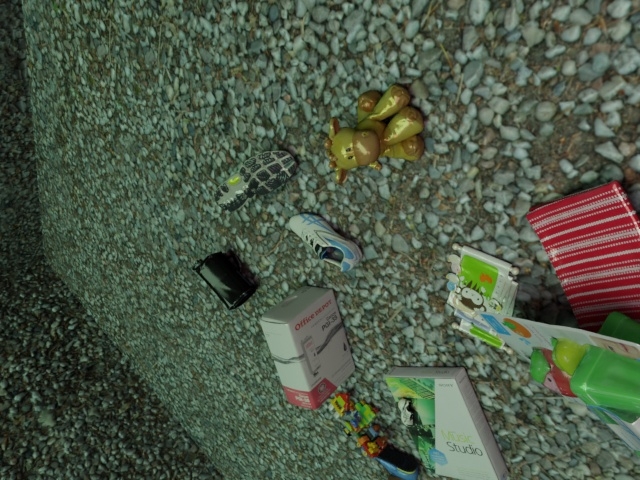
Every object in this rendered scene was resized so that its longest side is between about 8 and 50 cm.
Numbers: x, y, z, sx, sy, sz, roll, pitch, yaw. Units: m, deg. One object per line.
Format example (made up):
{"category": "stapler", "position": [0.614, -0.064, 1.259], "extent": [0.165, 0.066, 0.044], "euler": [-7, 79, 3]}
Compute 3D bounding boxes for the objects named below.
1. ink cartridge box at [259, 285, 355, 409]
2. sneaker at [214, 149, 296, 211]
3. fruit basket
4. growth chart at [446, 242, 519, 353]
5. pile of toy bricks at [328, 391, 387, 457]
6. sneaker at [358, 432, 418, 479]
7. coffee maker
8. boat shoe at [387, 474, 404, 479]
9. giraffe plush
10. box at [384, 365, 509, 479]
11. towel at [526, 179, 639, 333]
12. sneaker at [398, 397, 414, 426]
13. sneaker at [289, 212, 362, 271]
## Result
{"category": "ink cartridge box", "position": [-0.031, 0.302, 1.424], "extent": [0.117, 0.207, 0.283], "euler": [0, 114, 42]}
{"category": "sneaker", "position": [-0.181, -0.181, 1.358], "extent": [0.275, 0.110, 0.107], "euler": [-23, 115, 31]}
{"category": "fruit basket", "position": [0.478, 0.251, 0.864], "extent": [0.327, 0.165, 0.353], "euler": [42, 160, -16]}
{"category": "growth chart", "position": [0.355, 0.126, 1.097], "extent": [0.172, 0.021, 0.237], "euler": [17, 124, 37]}
{"category": "pile of toy bricks", "position": [0.134, 0.544, 1.511], "extent": [0.212, 0.118, 0.105], "euler": [46, 110, 37]}
{"category": "sneaker", "position": [0.205, 0.678, 1.531], "extent": [0.209, 0.069, 0.082], "euler": [20, 130, 34]}
{"category": "coffee maker", "position": [-0.318, 0.138, 1.627], "extent": [0.178, 0.171, 0.120], "euler": [46, 120, 11]}
{"category": "boat shoe", "position": [0.292, 0.880, 1.532], "extent": [0.123, 0.116, 0.324], "euler": [-23, 97, 48]}
{"category": "giraffe plush", "position": [0.091, -0.211, 1.032], "extent": [0.210, 0.170, 0.181], "euler": [-23, 97, 48]}
{"category": "box", "position": [0.327, 0.483, 1.307], "extent": [0.232, 0.058, 0.322], "euler": [-16, 100, 47]}
{"category": "towel", "position": [0.484, 0.048, 0.857], "extent": [0.275, 0.031, 0.199], "euler": [66, 156, 1]}
{"category": "sneaker", "position": [0.234, 0.462, 1.318], "extent": [0.037, 0.032, 0.083], "euler": [-6, 110, 46]}
{"category": "sneaker", "position": [0.000, 0.000, 1.308], "extent": [0.237, 0.086, 0.085], "euler": [32, 134, 27]}
